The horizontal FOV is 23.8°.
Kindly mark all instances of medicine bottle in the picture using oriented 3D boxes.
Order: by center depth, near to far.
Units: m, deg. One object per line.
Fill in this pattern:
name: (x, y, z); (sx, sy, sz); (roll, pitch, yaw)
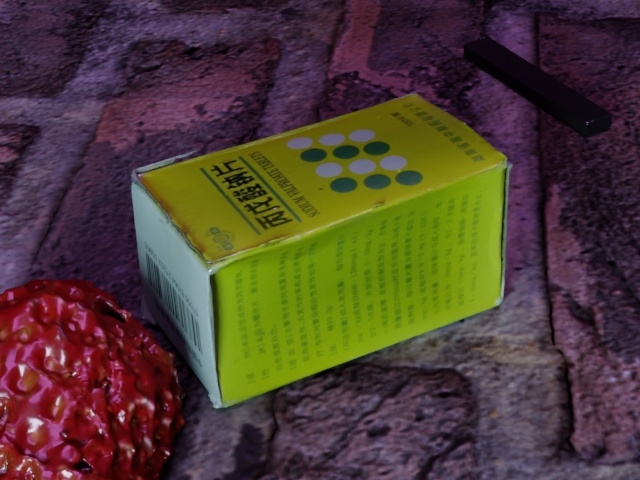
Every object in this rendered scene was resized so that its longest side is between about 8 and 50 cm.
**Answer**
medicine bottle: (0.000, 0.000, 1.105); (0.250, 0.141, 0.137); (-19, 41, -21)

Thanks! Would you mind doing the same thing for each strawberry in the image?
strawberry: (-0.181, 0.104, 0.991); (0.190, 0.111, 0.236); (-7, 35, -9)

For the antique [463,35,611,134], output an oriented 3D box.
antique: (0.197, -0.145, 1.404); (0.031, 0.015, 0.192); (-21, 37, -22)
